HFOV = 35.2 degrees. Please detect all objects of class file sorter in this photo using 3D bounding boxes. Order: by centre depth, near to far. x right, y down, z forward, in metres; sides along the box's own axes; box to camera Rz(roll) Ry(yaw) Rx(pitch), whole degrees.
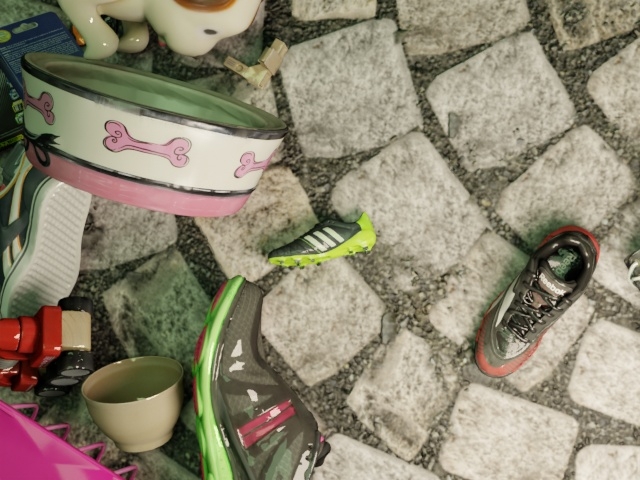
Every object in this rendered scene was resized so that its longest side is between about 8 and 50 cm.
[{"bbox_3d":[-0.412,0.407,1.588,0.291,0.182,0.202,30,88,10],"label":"file sorter"}]

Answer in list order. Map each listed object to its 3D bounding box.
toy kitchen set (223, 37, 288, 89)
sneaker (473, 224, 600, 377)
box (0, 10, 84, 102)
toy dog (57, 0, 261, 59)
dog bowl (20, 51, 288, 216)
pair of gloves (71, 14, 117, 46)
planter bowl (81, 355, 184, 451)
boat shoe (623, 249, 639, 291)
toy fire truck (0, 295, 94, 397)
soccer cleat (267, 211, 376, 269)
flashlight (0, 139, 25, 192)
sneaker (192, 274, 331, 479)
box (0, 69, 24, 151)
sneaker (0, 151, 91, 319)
[{"bbox_3d":[-0.110,-0.311,1.682,0.075,0.068,0.083,32,89,11],"label":"toy kitchen set"},{"bbox_3d":[0.326,0.091,1.531,0.098,0.135,0.276,37,92,9],"label":"sneaker"},{"bbox_3d":[-0.454,-0.281,1.716,0.136,0.036,0.225,-29,78,-32],"label":"box"},{"bbox_3d":[-0.273,-0.465,1.617,0.408,0.284,0.395,37,98,7],"label":"toy dog"},{"bbox_3d":[-0.264,-0.160,1.539,0.408,0.408,0.150,19,103,11],"label":"dog bowl"},{"bbox_3d":[-0.396,-0.380,1.766,0.083,0.010,0.074,-11,79,6],"label":"pair of gloves"},{"bbox_3d":[-0.290,0.268,1.610,0.162,0.162,0.109,-5,109,9],"label":"planter bowl"},{"bbox_3d":[0.520,0.042,1.527,0.119,0.121,0.335,8,74,18],"label":"boat shoe"},{"bbox_3d":[-0.493,0.183,1.562,0.246,0.217,0.158,6,67,-28],"label":"toy fire truck"},{"bbox_3d":[0.000,0.000,1.637,0.179,0.060,0.072,-12,72,1],"label":"soccer cleat"},{"bbox_3d":[-0.556,-0.026,1.698,0.304,0.103,0.103,-57,37,4],"label":"flashlight"},{"bbox_3d":[-0.091,0.293,1.577,0.202,0.185,0.482,-6,85,-10],"label":"sneaker"},{"bbox_3d":[-0.584,-0.235,1.743,0.184,0.045,0.190,-21,67,4],"label":"box"},{"bbox_3d":[-0.464,-0.003,1.650,0.127,0.126,0.321,44,123,31],"label":"sneaker"}]
